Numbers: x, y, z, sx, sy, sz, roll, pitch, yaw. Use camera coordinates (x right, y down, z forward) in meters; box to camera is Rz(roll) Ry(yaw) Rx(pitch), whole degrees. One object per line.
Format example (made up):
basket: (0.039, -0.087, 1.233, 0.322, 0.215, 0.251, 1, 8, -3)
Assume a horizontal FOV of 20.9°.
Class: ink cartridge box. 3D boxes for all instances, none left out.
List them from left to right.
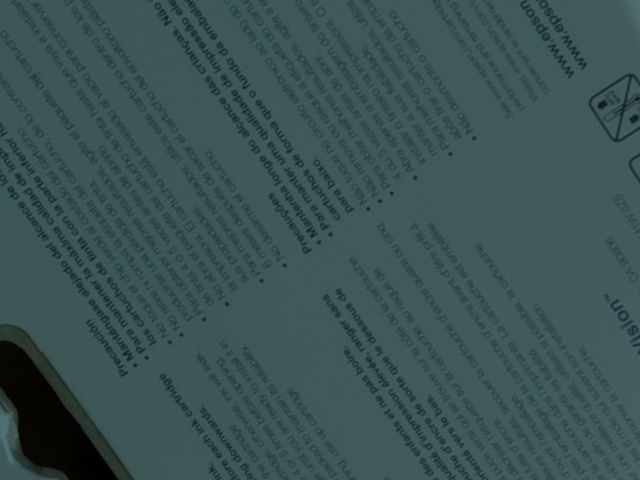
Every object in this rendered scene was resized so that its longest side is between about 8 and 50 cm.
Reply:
ink cartridge box: (0.000, 0.000, 0.675, 0.330, 0.071, 0.324, -33, 98, 7)
